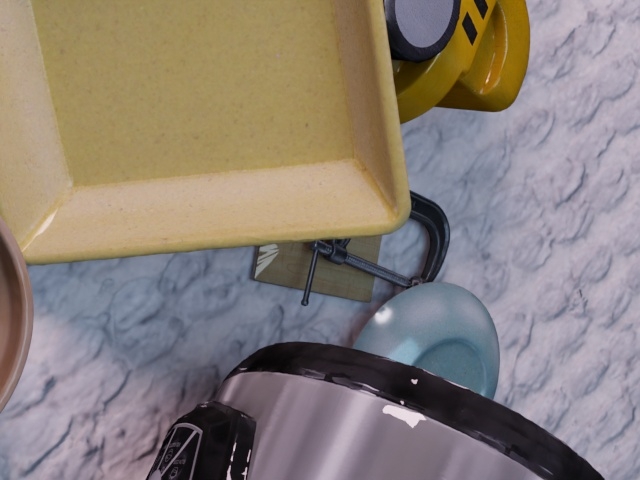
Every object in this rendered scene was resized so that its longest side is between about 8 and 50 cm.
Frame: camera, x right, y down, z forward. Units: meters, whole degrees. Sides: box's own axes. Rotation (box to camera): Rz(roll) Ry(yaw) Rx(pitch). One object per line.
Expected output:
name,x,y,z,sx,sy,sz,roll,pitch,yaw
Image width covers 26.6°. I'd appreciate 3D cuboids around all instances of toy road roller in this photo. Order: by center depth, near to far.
toy road roller,0.088,-0.253,1.185,0.240,0.202,0.330,34,74,-45

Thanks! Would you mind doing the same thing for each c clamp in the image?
c clamp,0.055,0.010,1.264,0.160,0.022,0.137,16,78,-34

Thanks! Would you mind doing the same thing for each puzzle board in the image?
puzzle board,0.000,0.000,1.248,0.128,0.011,0.096,12,85,-31

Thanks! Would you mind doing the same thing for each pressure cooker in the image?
pressure cooker,0.011,0.333,1.037,0.420,0.375,0.370,-64,146,-22

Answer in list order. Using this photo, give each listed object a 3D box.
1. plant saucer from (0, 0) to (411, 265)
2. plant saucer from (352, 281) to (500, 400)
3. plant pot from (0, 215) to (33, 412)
plant saucer,-0.109,-0.159,1.039,0.332,0.081,0.333,-5,109,11
plant saucer,0.107,0.137,1.285,0.195,0.037,0.195,-10,108,-32
plant pot,-0.340,0.054,0.990,0.237,0.109,0.237,-3,96,-32
